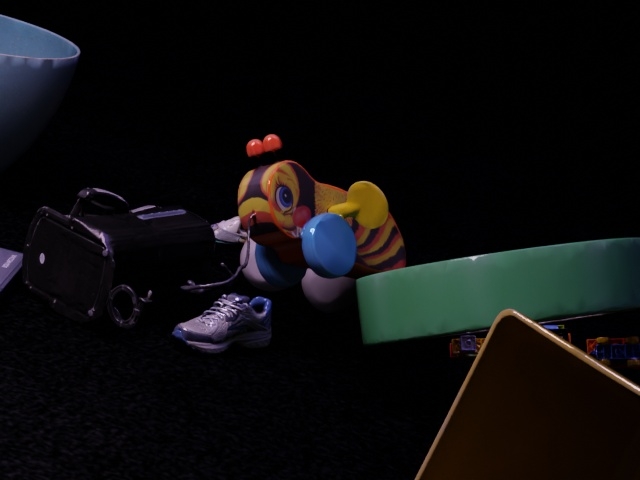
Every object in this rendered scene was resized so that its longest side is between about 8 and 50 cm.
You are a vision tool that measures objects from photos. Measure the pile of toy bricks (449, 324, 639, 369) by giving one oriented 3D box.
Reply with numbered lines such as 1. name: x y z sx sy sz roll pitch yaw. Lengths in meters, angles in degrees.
1. pile of toy bricks: 0.246 0.154 1.566 0.212 0.118 0.105 -1 -13 0

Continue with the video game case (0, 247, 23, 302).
1. video game case: -0.450 0.015 1.470 0.274 0.026 0.196 16 15 -2

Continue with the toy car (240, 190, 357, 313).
1. toy car: 0.000 0.000 1.762 0.182 0.136 0.159 19 15 13

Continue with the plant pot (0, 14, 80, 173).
1. plant pot: -0.463 -0.177 1.819 0.290 0.195 0.290 14 14 -4

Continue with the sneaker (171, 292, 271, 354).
1. sneaker: -0.101 0.081 1.516 0.052 0.058 0.135 26 18 34

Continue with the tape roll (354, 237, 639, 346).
1. tape roll: 0.200 0.058 1.582 0.321 0.077 0.321 -7 -4 -1

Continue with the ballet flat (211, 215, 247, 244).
1. ballet flat: -0.099 -0.010 1.889 0.114 0.041 0.041 14 15 -3

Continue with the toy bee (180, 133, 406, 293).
1. toy bee: -0.018 -0.033 1.568 0.195 0.162 0.298 -8 -5 22

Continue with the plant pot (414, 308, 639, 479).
1. plant pot: 0.221 0.208 1.137 0.187 0.212 0.212 21 8 -39

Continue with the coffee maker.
1. coffee maker: -0.197 0.032 1.534 0.171 0.120 0.178 49 29 22
